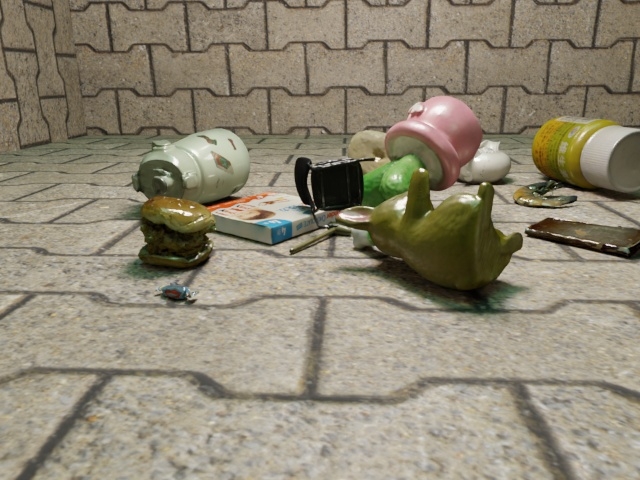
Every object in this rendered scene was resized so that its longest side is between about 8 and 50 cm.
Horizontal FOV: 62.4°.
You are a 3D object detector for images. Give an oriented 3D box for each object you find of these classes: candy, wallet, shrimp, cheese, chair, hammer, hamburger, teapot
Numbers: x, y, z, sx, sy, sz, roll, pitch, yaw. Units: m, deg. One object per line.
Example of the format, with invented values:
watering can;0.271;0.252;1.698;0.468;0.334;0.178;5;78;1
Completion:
candy;-0.240;0.085;0.890;0.083;0.020;0.030;7;18;29
wallet;0.586;-0.011;1.169;0.122;0.031;0.232;-20;23;-37
shrimp;0.667;-0.132;1.543;0.217;0.051;0.150;-20;28;-30
cheese;0.227;-0.299;1.873;0.248;0.174;0.251;15;22;17
chair;0.030;-0.127;1.223;0.145;0.140;0.221;-10;17;-13
hammer;0.000;0.000;1.170;0.060;0.028;0.195;18;27;30
hamburger;-0.283;-0.025;1.068;0.159;0.131;0.185;6;14;9
teapot;0.552;-0.277;1.843;0.208;0.166;0.299;24;17;29

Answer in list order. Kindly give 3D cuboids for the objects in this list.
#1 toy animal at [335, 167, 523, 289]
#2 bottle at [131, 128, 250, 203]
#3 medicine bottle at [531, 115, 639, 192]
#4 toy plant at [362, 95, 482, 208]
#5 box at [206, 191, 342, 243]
toy animal;0.182;-0.034;0.988;0.363;0.180;0.181;28;-7;48
bottle;-0.379;-0.190;1.498;0.229;0.229;0.351;7;22;23
medicine bottle;0.878;-0.279;1.705;0.224;0.224;0.384;-3;16;-9
toy plant;0.227;-0.190;1.336;0.356;0.210;0.317;-51;18;-16
box;-0.126;-0.065;1.328;0.265;0.048;0.273;13;21;35
